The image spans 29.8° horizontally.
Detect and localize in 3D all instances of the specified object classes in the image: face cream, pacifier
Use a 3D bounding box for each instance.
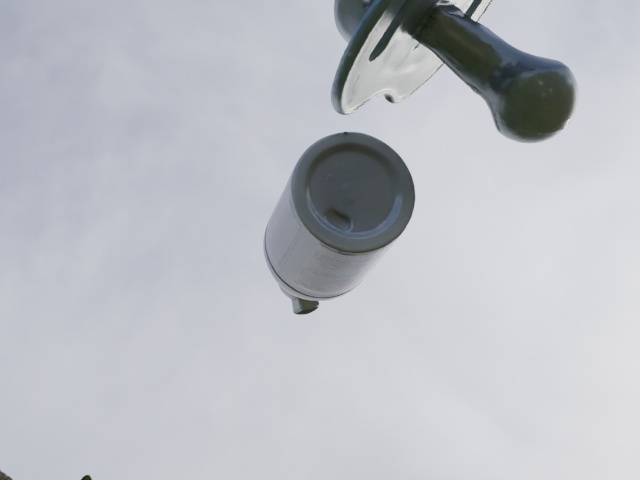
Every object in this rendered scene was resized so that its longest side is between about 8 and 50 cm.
[{"bbox_3d":[0.000,0.000,1.492,0.145,0.145,0.369,-7,-16,-15],"label":"face cream"},{"bbox_3d":[0.137,-0.181,1.056,0.238,0.226,0.287,-51,-10,21],"label":"pacifier"}]

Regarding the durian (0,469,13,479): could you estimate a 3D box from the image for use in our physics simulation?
[{"bbox_3d":[-0.304,0.287,0.887,0.154,0.186,0.260,3,-67,-37],"label":"durian"}]

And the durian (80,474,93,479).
[{"bbox_3d":[-0.391,0.390,1.514,0.375,0.132,0.106,-38,-8,27],"label":"durian"}]
